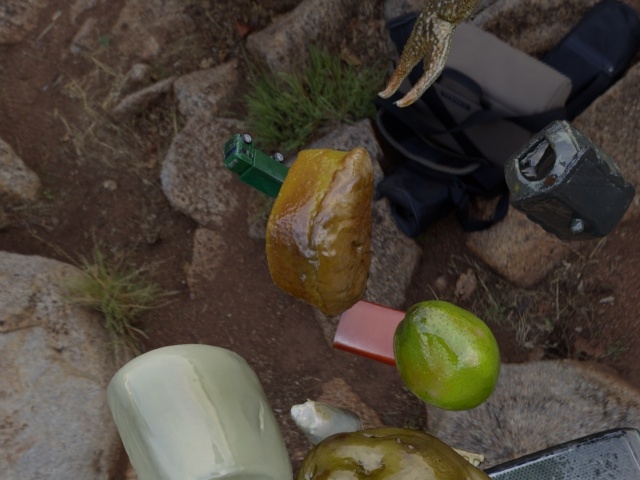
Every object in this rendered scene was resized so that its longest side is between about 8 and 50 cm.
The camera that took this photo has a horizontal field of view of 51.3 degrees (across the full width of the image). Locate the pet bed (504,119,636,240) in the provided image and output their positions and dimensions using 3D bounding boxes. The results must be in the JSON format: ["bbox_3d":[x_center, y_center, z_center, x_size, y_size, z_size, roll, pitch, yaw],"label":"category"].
[{"bbox_3d":[0.490,-0.103,1.318,0.183,0.211,0.159,-41,37,30],"label":"pet bed"}]

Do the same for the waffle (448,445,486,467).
[{"bbox_3d":[0.235,0.451,1.204,0.098,0.023,0.152,12,77,22],"label":"waffle"}]

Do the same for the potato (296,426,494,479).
[{"bbox_3d":[0.130,0.307,0.665,0.195,0.369,0.176,-39,23,21],"label":"potato"}]

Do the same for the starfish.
[{"bbox_3d":[0.146,-0.254,0.816,0.050,0.247,0.138,21,37,-11],"label":"starfish"}]

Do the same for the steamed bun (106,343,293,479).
[{"bbox_3d":[-0.217,0.431,1.374,0.290,0.456,0.371,-26,57,-13],"label":"steamed bun"}]

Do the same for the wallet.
[{"bbox_3d":[0.146,0.234,1.686,0.204,0.045,0.142,14,79,18],"label":"wallet"}]

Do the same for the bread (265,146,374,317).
[{"bbox_3d":[-0.003,-0.003,0.946,0.129,0.134,0.260,9,106,21],"label":"bread"}]

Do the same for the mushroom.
[{"bbox_3d":[0.027,0.397,1.425,0.123,0.351,0.095,25,79,20],"label":"mushroom"}]

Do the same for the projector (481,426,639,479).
[{"bbox_3d":[0.538,0.613,1.428,0.405,0.395,0.242,-23,50,14],"label":"projector"}]

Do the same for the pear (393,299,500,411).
[{"bbox_3d":[0.221,0.201,1.209,0.187,0.220,0.187,-38,23,20],"label":"pear"}]

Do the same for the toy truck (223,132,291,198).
[{"bbox_3d":[-0.136,-0.160,1.410,0.065,0.147,0.079,-33,41,38],"label":"toy truck"}]
